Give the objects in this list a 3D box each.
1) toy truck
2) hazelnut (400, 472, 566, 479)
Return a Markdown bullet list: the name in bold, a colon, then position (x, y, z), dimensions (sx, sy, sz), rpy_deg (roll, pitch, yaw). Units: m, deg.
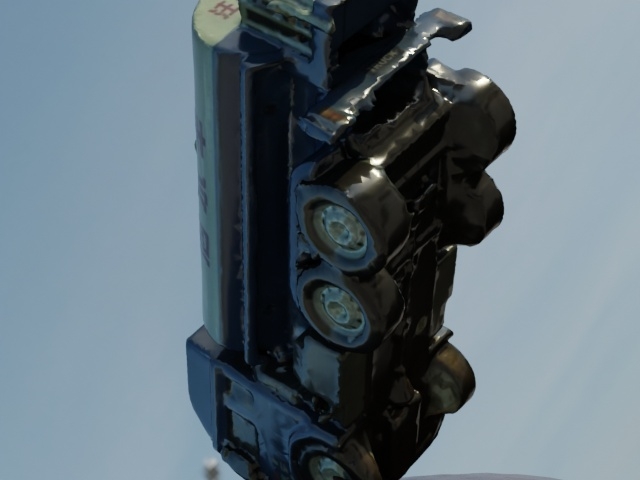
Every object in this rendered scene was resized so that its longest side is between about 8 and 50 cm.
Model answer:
- **toy truck**: position (0.000, 0.000, 0.518), dimensions (0.074, 0.088, 0.201), rpy_deg (-44, -31, -38)
- **hazelnut**: position (0.015, 0.271, 0.612), dimensions (0.429, 0.402, 0.402), rpy_deg (-28, -17, 4)
